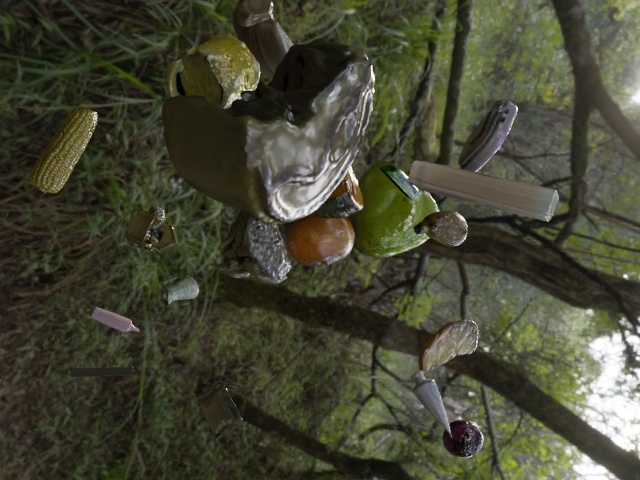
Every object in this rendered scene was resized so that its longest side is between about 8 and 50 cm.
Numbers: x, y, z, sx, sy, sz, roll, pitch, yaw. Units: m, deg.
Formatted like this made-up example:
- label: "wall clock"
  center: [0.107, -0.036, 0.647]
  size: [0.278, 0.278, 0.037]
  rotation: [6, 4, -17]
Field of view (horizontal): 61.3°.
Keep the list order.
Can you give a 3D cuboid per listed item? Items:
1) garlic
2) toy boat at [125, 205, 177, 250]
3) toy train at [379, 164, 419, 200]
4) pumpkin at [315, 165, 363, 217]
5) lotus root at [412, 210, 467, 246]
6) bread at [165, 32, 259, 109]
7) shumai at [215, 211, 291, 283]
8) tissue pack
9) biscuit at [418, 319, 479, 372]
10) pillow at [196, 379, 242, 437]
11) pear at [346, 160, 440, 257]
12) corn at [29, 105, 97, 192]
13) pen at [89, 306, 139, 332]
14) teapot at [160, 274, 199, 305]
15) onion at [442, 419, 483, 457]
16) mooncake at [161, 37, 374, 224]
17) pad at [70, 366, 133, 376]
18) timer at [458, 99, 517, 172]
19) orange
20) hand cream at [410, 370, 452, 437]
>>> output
- label: "garlic"
  center: [-0.167, -0.612, 1.644]
  size: [0.279, 0.132, 0.325]
  rotation: [59, -1, 30]
- label: "toy boat"
  center: [-0.541, -0.027, 1.773]
  size: [0.136, 0.162, 0.445]
  rotation: [-70, -166, -7]
- label: "toy train"
  center: [0.244, -0.187, 1.651]
  size: [0.042, 0.044, 0.209]
  rotation: [-52, 143, 3]
- label: "pumpkin"
  center: [0.036, -0.151, 1.486]
  size: [0.126, 0.131, 0.248]
  rotation: [50, 27, -41]
- label: "lotus root"
  center: [0.355, -0.037, 1.584]
  size: [0.094, 0.190, 0.108]
  rotation: [-31, -116, 43]
- label: "bread"
  center: [-0.249, -0.378, 1.267]
  size: [0.170, 0.197, 0.197]
  rotation: [-43, 148, -58]
- label: "shumai"
  center: [-0.191, 0.017, 1.374]
  size: [0.184, 0.185, 0.218]
  rotation: [-109, 176, -48]
- label: "tissue pack"
  center: [0.384, -0.120, 1.279]
  size: [0.170, 0.325, 0.071]
  rotation: [2, 104, -63]
- label: "biscuit"
  center: [0.471, 0.377, 1.982]
  size: [0.045, 0.299, 0.154]
  rotation: [12, -70, 55]
- label: "pillow"
  center: [-0.272, 0.446, 1.430]
  size: [0.033, 0.130, 0.217]
  rotation: [-23, 167, -39]
- label: "pear"
  center: [0.241, -0.082, 1.973]
  size: [0.318, 0.342, 0.238]
  rotation: [-44, -171, -7]
- label: "corn"
  center: [-0.617, -0.221, 1.301]
  size: [0.231, 0.080, 0.080]
  rotation: [-62, 174, -3]
- label: "pen"
  center: [-0.766, 0.303, 2.027]
  size: [0.032, 0.197, 0.053]
  rotation: [18, -105, 53]
- label: "teapot"
  center: [-0.332, 0.115, 1.243]
  size: [0.083, 0.067, 0.057]
  rotation: [-21, 153, -49]
- label: "onion"
  center: [0.405, 0.565, 1.527]
  size: [0.104, 0.115, 0.115]
  rotation: [-82, -175, -81]
- label: "mooncake"
  center: [-0.073, -0.233, 1.054]
  size: [0.394, 0.246, 0.393]
  rotation: [-64, 154, -1]
- label: "pad"
  center: [-0.601, 0.362, 1.483]
  size: [0.112, 0.157, 0.003]
  rotation: [134, -46, -55]
- label: "timer"
  center: [0.478, -0.299, 1.555]
  size: [0.208, 0.069, 0.191]
  rotation: [-58, -178, -33]
- label: "orange"
  center: [0.000, 0.000, 1.760]
  size: [0.224, 0.224, 0.170]
  rotation: [87, -11, -72]
- label: "hand cream"
  center: [0.238, 0.341, 1.132]
  size: [0.142, 0.053, 0.084]
  rotation: [59, 2, 17]
